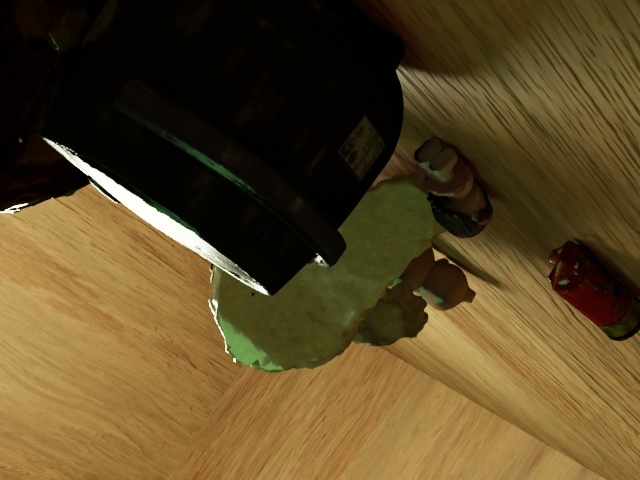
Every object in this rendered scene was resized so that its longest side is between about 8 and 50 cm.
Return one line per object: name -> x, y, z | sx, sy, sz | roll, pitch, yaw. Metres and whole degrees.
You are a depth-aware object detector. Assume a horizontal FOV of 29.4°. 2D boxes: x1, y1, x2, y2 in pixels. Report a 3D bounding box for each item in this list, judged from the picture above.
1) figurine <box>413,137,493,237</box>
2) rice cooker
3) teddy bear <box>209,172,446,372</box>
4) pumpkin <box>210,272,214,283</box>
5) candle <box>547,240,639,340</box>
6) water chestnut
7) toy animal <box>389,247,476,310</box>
figurine -> 0.122, -0.049, 1.178 | 0.072, 0.054, 0.129 | 34, 173, 37
rice cooker -> -0.066, -0.101, 0.968 | 0.267, 0.224, 0.267 | 35, 173, 5
teddy bear -> 0.000, 0.000, 1.492 | 0.327, 0.375, 0.362 | 33, -158, 3
pumpkin -> -0.093, -0.036, 1.782 | 0.110, 0.217, 0.217 | 8, 174, -2
candle -> 0.263, 0.046, 1.188 | 0.130, 0.052, 0.052 | 39, 172, -31
water chestnut -> -0.312, -0.175, 1.104 | 0.347, 0.335, 0.335 | -21, 135, 36
toy animal -> 0.144, 0.050, 1.681 | 0.150, 0.083, 0.089 | 20, -158, -2
